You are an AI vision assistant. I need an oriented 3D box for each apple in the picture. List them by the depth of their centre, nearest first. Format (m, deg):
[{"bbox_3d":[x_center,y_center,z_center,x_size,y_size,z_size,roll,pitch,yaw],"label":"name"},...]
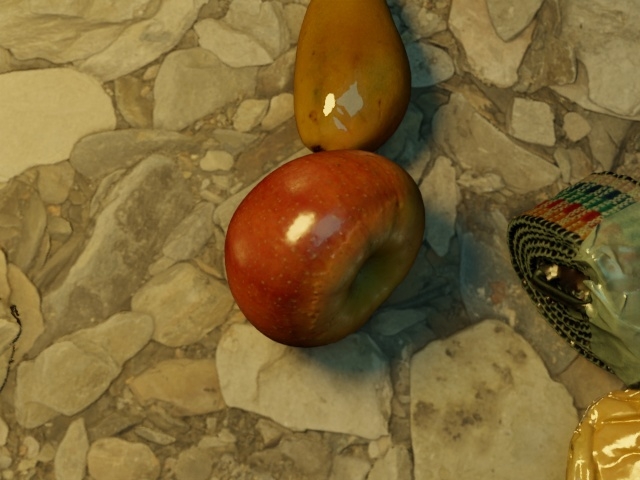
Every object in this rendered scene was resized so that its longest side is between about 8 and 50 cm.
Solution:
[{"bbox_3d":[0.000,0.000,1.391,0.235,0.210,0.173,-37,56,-20],"label":"apple"}]

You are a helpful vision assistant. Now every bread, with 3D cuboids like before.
[{"bbox_3d":[0.368,0.284,1.372,0.179,0.133,0.250,-8,59,24],"label":"bread"}]

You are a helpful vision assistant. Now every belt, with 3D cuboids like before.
[{"bbox_3d":[0.323,0.039,1.385,0.150,0.257,0.207,-32,117,-13],"label":"belt"}]

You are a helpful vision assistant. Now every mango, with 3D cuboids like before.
[{"bbox_3d":[0.039,-0.209,1.483,0.138,0.113,0.253,4,71,0],"label":"mango"}]
